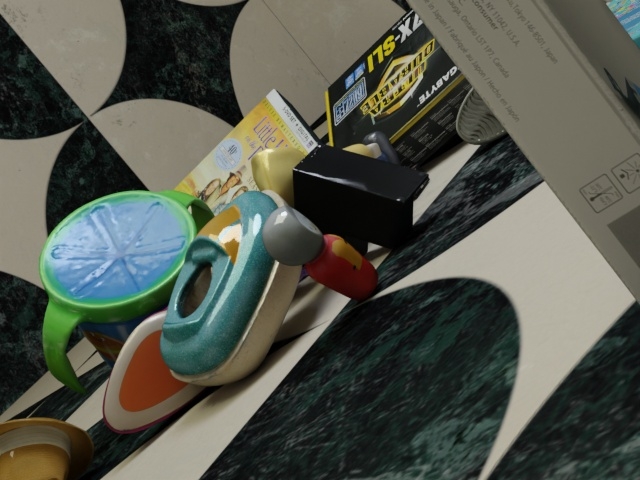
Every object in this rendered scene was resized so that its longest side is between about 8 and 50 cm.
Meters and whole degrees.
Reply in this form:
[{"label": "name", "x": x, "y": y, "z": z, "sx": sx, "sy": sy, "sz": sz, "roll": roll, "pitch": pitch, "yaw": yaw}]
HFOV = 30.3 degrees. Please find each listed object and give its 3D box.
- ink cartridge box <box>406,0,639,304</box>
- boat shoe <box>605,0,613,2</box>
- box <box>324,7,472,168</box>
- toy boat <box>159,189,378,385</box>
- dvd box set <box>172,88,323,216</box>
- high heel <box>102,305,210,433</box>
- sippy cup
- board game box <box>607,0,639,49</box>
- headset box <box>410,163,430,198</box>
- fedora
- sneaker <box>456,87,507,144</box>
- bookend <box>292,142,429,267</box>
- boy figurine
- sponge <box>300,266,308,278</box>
[{"label": "ink cartridge box", "x": 0.165, "y": -0.113, "z": 0.746, "sx": 0.066, "sy": 0.296, "sz": 0.261, "roll": -34, "pitch": 10, "yaw": 27}, {"label": "boat shoe", "x": 0.497, "y": -0.418, "z": 1.620, "sx": 0.302, "sy": 0.113, "sz": 0.103, "roll": -28, "pitch": 8, "yaw": 5}, {"label": "box", "x": 0.143, "y": -0.239, "z": 1.838, "sx": 0.322, "sy": 0.079, "sz": 0.257, "roll": -41, "pitch": 32, "yaw": 30}, {"label": "toy boat", "x": -0.079, "y": 0.035, "z": 1.408, "sx": 0.318, "sy": 0.148, "sz": 0.268, "roll": -16, "pitch": 49, "yaw": 49}, {"label": "dvd box set", "x": -0.162, "y": -0.039, "z": 2.025, "sx": 0.420, "sy": 0.062, "sz": 0.308, "roll": -44, "pitch": 37, "yaw": 8}, {"label": "high heel", "x": -0.164, "y": 0.130, "z": 1.621, "sx": 0.377, "sy": 0.127, "sz": 0.181, "roll": -46, "pitch": -4, "yaw": -25}, {"label": "sippy cup", "x": -0.269, "y": 0.083, "z": 1.750, "sx": 0.305, "sy": 0.224, "sz": 0.240, "roll": -22, "pitch": 46, "yaw": -7}, {"label": "board game box", "x": 0.384, "y": -0.244, "z": 1.246, "sx": 0.336, "sy": 0.079, "sz": 0.254, "roll": -43, "pitch": 9, "yaw": -26}, {"label": "headset box", "x": 0.108, "y": -0.066, "z": 1.682, "sx": 0.083, "sy": 0.032, "sz": 0.062, "roll": -31, "pitch": 11, "yaw": 37}, {"label": "fedora", "x": -0.388, "y": 0.314, "z": 1.556, "sx": 0.194, "sy": 0.194, "sz": 0.079, "roll": -37, "pitch": 45, "yaw": 16}, {"label": "sneaker", "x": 0.278, "y": -0.210, "z": 1.615, "sx": 0.222, "sy": 0.083, "sz": 0.118, "roll": -46, "pitch": -11, "yaw": 6}, {"label": "bookend", "x": 0.050, "y": -0.025, "z": 1.506, "sx": 0.157, "sy": 0.156, "sz": 0.072, "roll": 17, "pitch": 41, "yaw": 25}, {"label": "boy figurine", "x": -0.005, "y": -0.089, "z": 1.654, "sx": 0.177, "sy": 0.092, "sz": 0.285, "roll": -27, "pitch": -8, "yaw": 34}, {"label": "sponge", "x": 0.000, "y": 0.000, "z": 1.810, "sx": 0.117, "sy": 0.031, "sz": 0.210, "roll": -37, "pitch": 8, "yaw": 22}]
